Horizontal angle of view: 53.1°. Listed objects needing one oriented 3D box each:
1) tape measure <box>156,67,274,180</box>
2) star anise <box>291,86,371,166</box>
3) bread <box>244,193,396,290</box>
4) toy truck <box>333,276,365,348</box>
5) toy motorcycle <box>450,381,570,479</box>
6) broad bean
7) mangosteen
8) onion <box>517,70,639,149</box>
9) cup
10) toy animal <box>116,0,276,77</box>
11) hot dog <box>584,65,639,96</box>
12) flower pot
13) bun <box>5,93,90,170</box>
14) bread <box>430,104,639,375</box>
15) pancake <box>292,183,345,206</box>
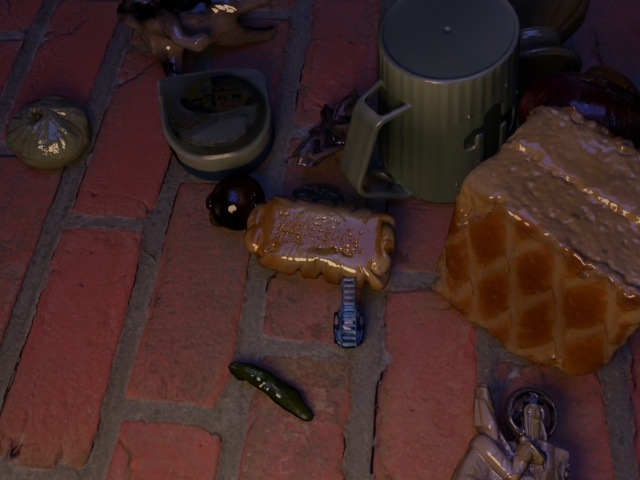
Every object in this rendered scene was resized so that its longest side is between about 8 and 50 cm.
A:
[{"bbox_3d":[-0.239,-0.273,1.485,0.259,0.138,0.262,-10,60,-1],"label":"tape measure"},{"bbox_3d":[0.024,-0.235,1.439,0.230,0.081,0.262,-26,30,25],"label":"star anise"},{"bbox_3d":[0.000,0.000,1.320,0.311,0.121,0.173,12,73,10],"label":"bread"},{"bbox_3d":[0.055,0.142,1.251,0.063,0.074,0.136,-2,77,3],"label":"toy truck"},{"bbox_3d":[0.311,0.413,1.080,0.223,0.108,0.341,5,67,-1],"label":"toy motorcycle"},{"bbox_3d":[-0.095,0.274,1.205,0.195,0.061,0.046,26,67,17],"label":"broad bean"},{"bbox_3d":[-0.191,-0.080,1.388,0.140,0.140,0.140,-1,60,2],"label":"mangosteen"},{"bbox_3d":[0.511,-0.231,1.253,0.246,0.190,0.246,9,34,-6],"label":"onion"},{"bbox_3d":[0.242,-0.259,1.318,0.310,0.392,0.401,20,68,20],"label":"cup"},{"bbox_3d":[-0.321,-0.585,1.637,0.302,0.194,0.344,40,64,16],"label":"toy animal"},{"bbox_3d":[0.639,-0.268,1.440,0.153,0.150,0.257,18,63,24],"label":"hot dog"},{"bbox_3d":[0.476,-0.485,1.495,0.307,0.307,0.244,-5,73,0],"label":"flower pot"},{"bbox_3d":[-0.642,-0.266,1.512,0.195,0.118,0.195,-2,57,2],"label":"bun"},{"bbox_3d":[0.430,0.012,1.151,0.371,0.390,0.279,39,64,20],"label":"bread"},{"bbox_3d":[-0.002,-0.076,1.424,0.116,0.022,0.129,-6,60,-1],"label":"pancake"}]
